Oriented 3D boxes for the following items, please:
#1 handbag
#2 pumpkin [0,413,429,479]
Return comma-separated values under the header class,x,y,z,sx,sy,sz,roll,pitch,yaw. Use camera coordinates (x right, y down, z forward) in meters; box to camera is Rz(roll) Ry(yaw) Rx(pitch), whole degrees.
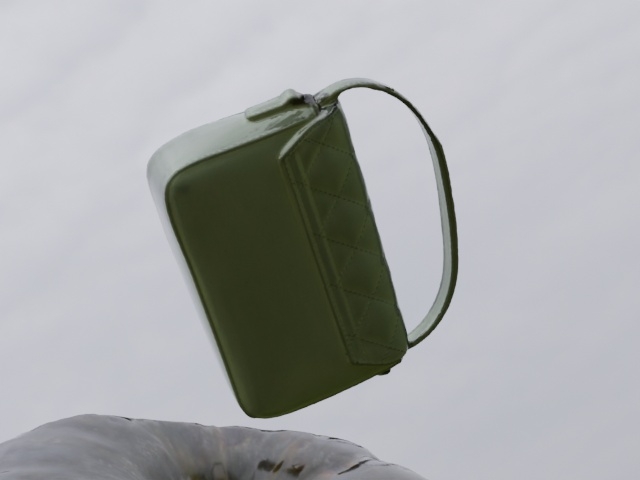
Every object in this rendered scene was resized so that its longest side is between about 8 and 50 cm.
class,x,y,z,sx,sy,sz,roll,pitch,yaw
handbag,0.000,0.000,1.366,0.219,0.079,0.256,-21,-62,-8
pumpkin,-0.063,0.210,0.861,0.317,0.139,0.222,5,-68,-24
